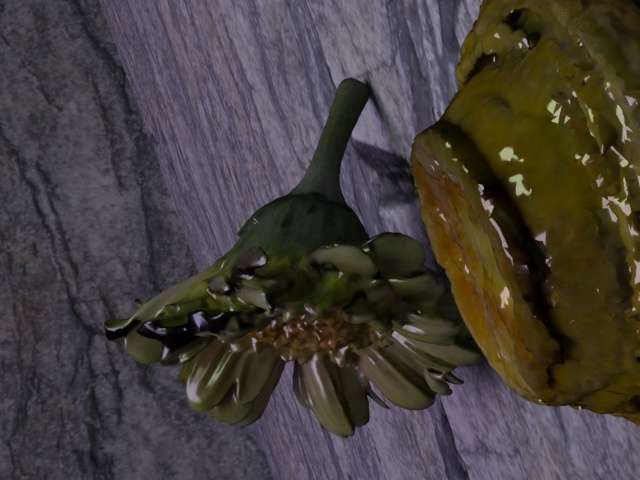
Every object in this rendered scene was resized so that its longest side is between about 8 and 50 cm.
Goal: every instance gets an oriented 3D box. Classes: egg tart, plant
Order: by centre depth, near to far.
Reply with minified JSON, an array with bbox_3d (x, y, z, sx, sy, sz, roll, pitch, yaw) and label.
[{"bbox_3d":[0.132,-0.006,1.029,0.294,0.123,0.294,161,90,-80],"label":"egg tart"},{"bbox_3d":[-0.014,0.023,1.468,0.261,0.306,0.297,-17,-64,-74],"label":"plant"}]
